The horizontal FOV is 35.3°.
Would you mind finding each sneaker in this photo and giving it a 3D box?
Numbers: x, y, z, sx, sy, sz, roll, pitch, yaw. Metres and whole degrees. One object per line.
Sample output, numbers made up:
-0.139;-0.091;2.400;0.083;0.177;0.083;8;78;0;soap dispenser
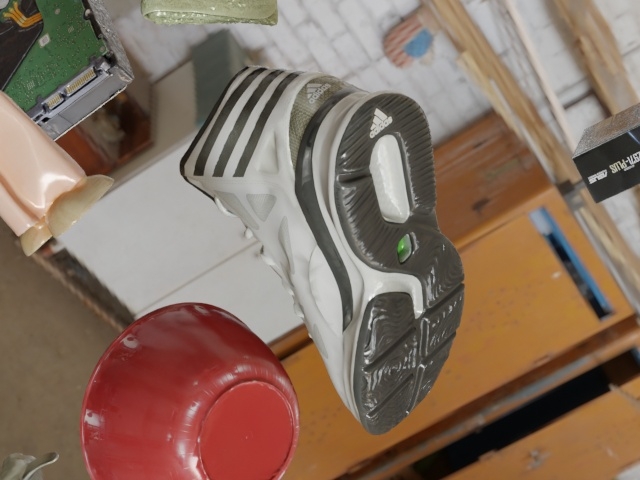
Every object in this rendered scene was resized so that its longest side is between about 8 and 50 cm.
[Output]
0.001;-0.001;1.074;0.257;0.169;0.448;28;-36;36;sneaker

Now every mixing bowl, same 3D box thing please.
-0.083;0.142;0.783;0.098;0.181;0.181;5;-39;52;mixing bowl

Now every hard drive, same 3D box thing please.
-0.403;-0.278;1.374;0.064;0.237;0.339;40;19;-55;hard drive

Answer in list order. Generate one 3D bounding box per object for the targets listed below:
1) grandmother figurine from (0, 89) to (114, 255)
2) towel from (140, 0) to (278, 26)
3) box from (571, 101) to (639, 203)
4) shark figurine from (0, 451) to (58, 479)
-0.329;-0.143;0.851;0.342;0.207;0.104;47;44;-15;grandmother figurine
-0.113;-0.272;1.022;0.027;0.148;0.110;159;-74;-66;towel
0.448;-0.138;1.428;0.078;0.147;0.180;60;26;-7;box
-0.356;0.326;1.071;0.116;0.166;0.278;63;36;-10;shark figurine
